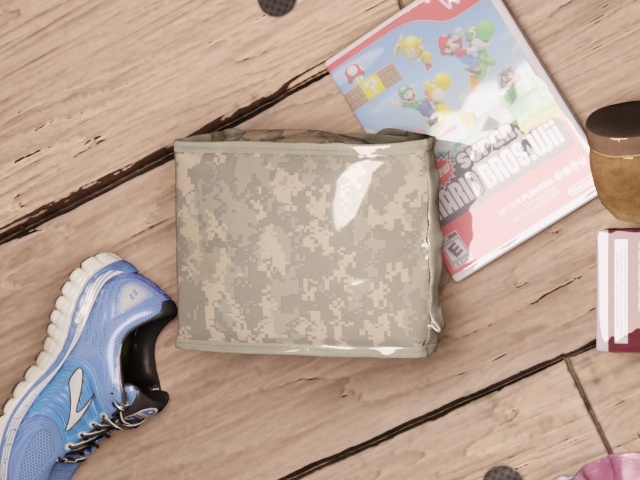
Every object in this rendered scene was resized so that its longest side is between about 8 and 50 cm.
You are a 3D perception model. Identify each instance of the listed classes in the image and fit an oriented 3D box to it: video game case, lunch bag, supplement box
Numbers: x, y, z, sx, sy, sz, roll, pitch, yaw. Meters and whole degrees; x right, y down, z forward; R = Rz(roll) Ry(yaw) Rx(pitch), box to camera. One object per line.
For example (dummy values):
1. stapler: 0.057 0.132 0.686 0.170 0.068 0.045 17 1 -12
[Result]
1. video game case: 0.159 -0.127 1.813 0.204 0.025 0.285 -33 82 16
2. lunch bag: 0.000 0.000 1.788 0.287 0.169 0.235 3 99 23
3. supplement box: 0.406 0.051 1.715 0.239 0.073 0.130 1 92 18

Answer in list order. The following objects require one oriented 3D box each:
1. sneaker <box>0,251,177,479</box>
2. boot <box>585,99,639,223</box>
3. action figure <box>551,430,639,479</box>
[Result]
1. sneaker: -0.263 0.186 1.903 0.147 0.130 0.330 27 99 17
2. boot: 0.427 -0.085 1.706 0.305 0.112 0.115 -4 119 11
3. action figure: 0.362 0.381 1.664 0.276 0.248 0.370 -12 66 -7
